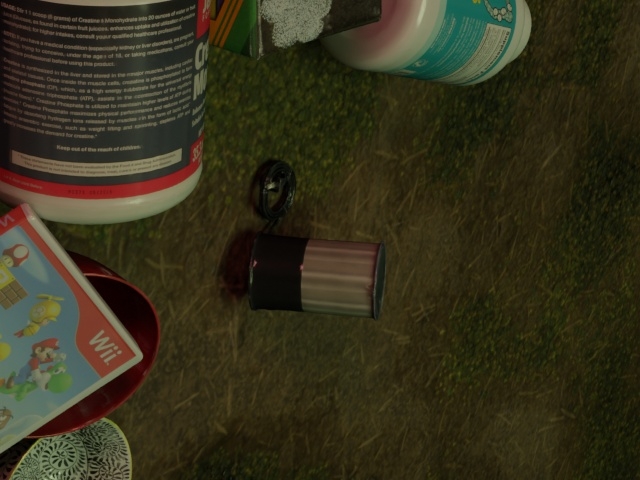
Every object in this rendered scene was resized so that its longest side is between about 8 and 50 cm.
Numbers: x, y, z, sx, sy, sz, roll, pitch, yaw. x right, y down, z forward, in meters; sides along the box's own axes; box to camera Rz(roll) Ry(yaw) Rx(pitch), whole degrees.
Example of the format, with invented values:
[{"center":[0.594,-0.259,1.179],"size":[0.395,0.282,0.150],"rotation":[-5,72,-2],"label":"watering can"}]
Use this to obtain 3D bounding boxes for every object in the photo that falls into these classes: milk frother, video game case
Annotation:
[{"center":[0.000,0.000,1.766],"size":[0.129,0.135,0.143],"rotation":[-74,165,-56],"label":"milk frother"},{"center":[-0.309,0.113,1.394],"size":[0.285,0.025,0.204],"rotation":[-34,135,-3],"label":"video game case"}]

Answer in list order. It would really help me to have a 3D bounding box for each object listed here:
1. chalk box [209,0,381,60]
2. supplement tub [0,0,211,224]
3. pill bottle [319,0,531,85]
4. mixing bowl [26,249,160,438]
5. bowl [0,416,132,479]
[{"center":[-0.060,-0.330,1.483],"size":[0.180,0.179,0.289],"rotation":[-24,124,-44],"label":"chalk box"},{"center":[-0.184,-0.167,1.375],"size":[0.191,0.191,0.272],"rotation":[-24,129,-45],"label":"supplement tub"},{"center":[0.118,-0.241,1.792],"size":[0.264,0.146,0.146],"rotation":[1,106,-54],"label":"pill bottle"},{"center":[-0.241,0.073,1.490],"size":[0.181,0.098,0.181],"rotation":[-17,133,-19],"label":"mixing bowl"},{"center":[-0.263,0.228,1.581],"size":[0.170,0.080,0.170],"rotation":[-30,130,-43],"label":"bowl"}]
